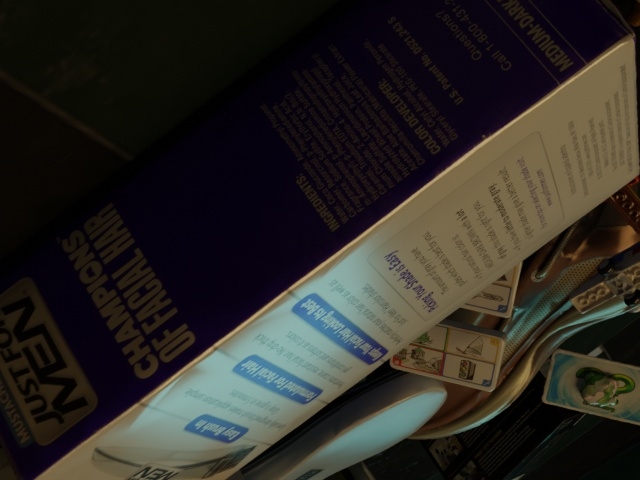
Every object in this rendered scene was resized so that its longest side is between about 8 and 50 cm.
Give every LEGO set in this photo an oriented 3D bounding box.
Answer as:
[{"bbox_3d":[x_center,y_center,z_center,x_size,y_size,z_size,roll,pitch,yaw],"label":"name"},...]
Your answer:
[{"bbox_3d":[0.176,0.031,0.712,0.060,0.244,0.182,-61,160,-53],"label":"LEGO set"}]

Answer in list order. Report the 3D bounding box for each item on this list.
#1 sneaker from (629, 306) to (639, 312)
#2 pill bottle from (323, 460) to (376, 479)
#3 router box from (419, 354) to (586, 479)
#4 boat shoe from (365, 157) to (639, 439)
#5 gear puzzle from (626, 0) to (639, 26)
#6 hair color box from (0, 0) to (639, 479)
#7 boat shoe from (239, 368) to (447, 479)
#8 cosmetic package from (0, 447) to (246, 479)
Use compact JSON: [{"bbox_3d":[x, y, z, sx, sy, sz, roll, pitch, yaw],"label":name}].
[{"bbox_3d":[0.276,-0.018,0.919,0.104,0.095,0.236,-42,161,-1],"label":"sneaker"},{"bbox_3d":[-0.014,0.311,1.124,0.184,0.103,0.103,-34,156,-1],"label":"pill bottle"},{"bbox_3d":[0.158,0.157,1.024,0.046,0.133,0.179,-14,149,-38],"label":"router box"},{"bbox_3d":[0.126,0.037,0.817,0.116,0.123,0.324,26,127,-24],"label":"boat shoe"},{"bbox_3d":[0.252,-0.228,0.547,0.175,0.044,0.339,-18,151,-32],"label":"gear puzzle"},{"bbox_3d":[0.000,0.000,0.571,0.339,0.110,0.185,-38,157,3],"label":"hair color box"},{"bbox_3d":[-0.006,0.143,0.844,0.228,0.076,0.080,-38,148,29],"label":"boat shoe"},{"bbox_3d":[-0.126,0.210,0.738,0.151,0.151,0.184,-26,155,-19],"label":"cosmetic package"}]
